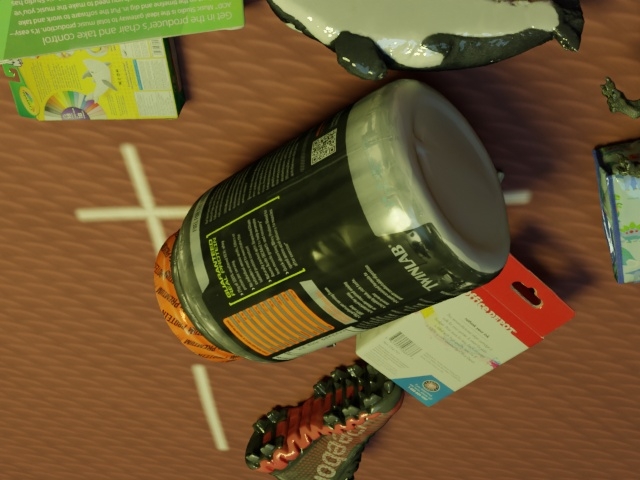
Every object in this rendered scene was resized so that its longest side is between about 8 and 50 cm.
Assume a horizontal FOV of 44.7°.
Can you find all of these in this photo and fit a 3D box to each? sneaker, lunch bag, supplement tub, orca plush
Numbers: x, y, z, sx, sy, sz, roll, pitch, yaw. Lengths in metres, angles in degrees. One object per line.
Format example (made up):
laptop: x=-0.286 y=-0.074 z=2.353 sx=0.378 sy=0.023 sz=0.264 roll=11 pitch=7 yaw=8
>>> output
sneaker: x=0.025 y=0.263 z=1.068 sx=0.135 sy=0.097 sz=0.276 roll=40 pitch=124 yaw=-21
lunch bag: x=0.361 y=-0.031 z=0.807 sx=0.129 sy=0.096 sz=0.151 roll=-12 pitch=114 yaw=15
supplement tub: x=0.000 y=0.000 z=0.792 sx=0.338 sy=0.207 sz=0.207 roll=-25 pitch=120 yaw=33
orca plush: x=0.091 y=-0.213 z=0.734 sx=0.287 sy=0.102 sz=0.151 roll=-6 pitch=81 yaw=-1

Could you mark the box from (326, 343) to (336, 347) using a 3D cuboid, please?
box: x=-0.071 y=0.099 z=1.000 sx=0.162 sy=0.029 sz=0.116 roll=-8 pitch=126 yaw=15

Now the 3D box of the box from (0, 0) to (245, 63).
box: x=-0.191 y=-0.318 z=0.634 sx=0.232 sy=0.058 sz=0.322 roll=-12 pitch=127 yaw=-14

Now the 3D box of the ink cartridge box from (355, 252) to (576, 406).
ink cartridge box: x=0.168 y=0.089 z=0.931 sx=0.134 sy=0.078 sz=0.231 roll=39 pitch=122 yaw=-21

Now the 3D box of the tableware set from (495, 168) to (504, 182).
tableware set: x=0.109 y=-0.053 z=0.869 sx=0.169 sy=0.020 sz=0.141 roll=26 pitch=126 yaw=-13

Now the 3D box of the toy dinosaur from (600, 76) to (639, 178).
toy dinosaur: x=0.324 y=-0.114 z=0.704 sx=0.118 sy=0.064 sz=0.268 roll=-18 pitch=100 yaw=8

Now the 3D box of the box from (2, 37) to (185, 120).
box: x=-0.238 y=-0.178 z=0.807 sx=0.179 sy=0.043 sz=0.105 roll=0 pitch=127 yaw=5
